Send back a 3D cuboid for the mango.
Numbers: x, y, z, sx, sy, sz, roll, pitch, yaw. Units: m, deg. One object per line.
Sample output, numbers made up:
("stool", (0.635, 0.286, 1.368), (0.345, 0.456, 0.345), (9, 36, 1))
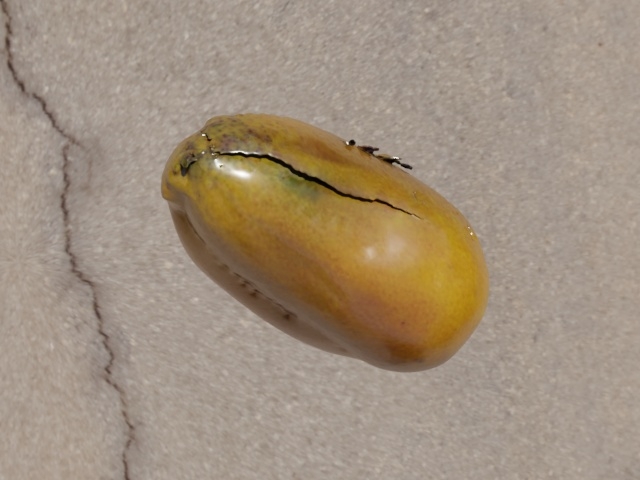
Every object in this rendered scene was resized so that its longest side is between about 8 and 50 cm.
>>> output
("mango", (0.002, -0.003, 0.369), (0.159, 0.105, 0.084), (40, 58, -23))
